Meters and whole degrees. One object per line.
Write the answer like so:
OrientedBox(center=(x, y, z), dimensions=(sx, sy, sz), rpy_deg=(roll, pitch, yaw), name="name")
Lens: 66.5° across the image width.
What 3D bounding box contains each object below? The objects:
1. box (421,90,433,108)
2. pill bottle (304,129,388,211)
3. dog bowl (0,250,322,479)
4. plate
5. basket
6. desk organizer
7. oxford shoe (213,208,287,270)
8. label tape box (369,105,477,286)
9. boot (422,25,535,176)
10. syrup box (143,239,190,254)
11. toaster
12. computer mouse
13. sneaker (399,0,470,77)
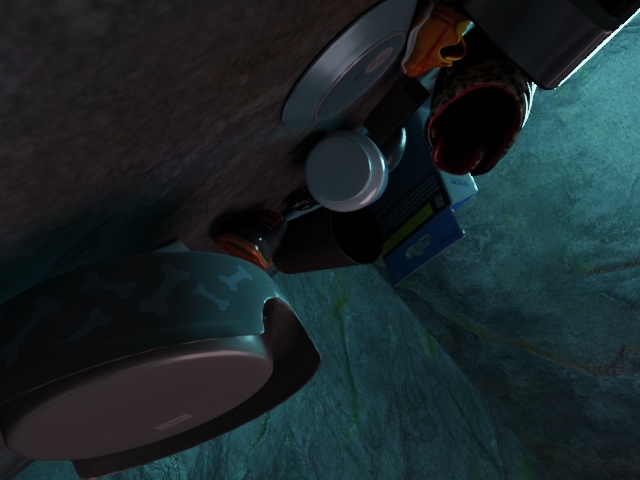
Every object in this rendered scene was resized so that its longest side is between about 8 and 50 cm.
OrientedBox(center=(0.345, -0.336, 1.319), dimensions=(0.232, 0.059, 0.322), rpy_deg=(-19, 171, -19), name="box")
OrientedBox(center=(0.042, -0.108, 0.773), dimensions=(0.124, 0.124, 0.221), rpy_deg=(-41, 177, 11), name="pill bottle")
OrientedBox(center=(-0.176, 0.137, 0.498), dimensions=(0.348, 0.102, 0.349), rpy_deg=(-18, 151, -10), name="dog bowl")
OrientedBox(center=(0.036, -0.181, 0.526), dimensions=(0.188, 0.024, 0.188), rpy_deg=(-40, 177, -3), name="plate")
OrientedBox(center=(0.000, 0.000, 1.153), dimensions=(0.226, 0.154, 0.204), rpy_deg=(-15, 163, 38), name="basket")
OrientedBox(center=(0.130, -0.226, 0.849), dimensions=(0.047, 0.050, 0.130), rpy_deg=(-39, 177, -30), name="desk organizer")
OrientedBox(center=(-0.109, -0.014, 0.816), dimensions=(0.098, 0.096, 0.271), rpy_deg=(-60, -177, -3), name="oxford shoe")
OrientedBox(center=(0.229, -0.099, 1.143), dimensions=(0.115, 0.348, 0.249), rpy_deg=(2, 149, -30), name="label tape box")
OrientedBox(center=(0.246, -0.222, 0.788), dimensions=(0.284, 0.138, 0.377), rpy_deg=(-60, -177, -27), name="boot")
OrientedBox(center=(-0.245, 0.112, 0.647), dimensions=(0.237, 0.096, 0.093), rpy_deg=(-41, 176, 32), name="syrup box")
OrientedBox(center=(0.267, -0.285, 0.562), dimensions=(0.185, 0.168, 0.110), rpy_deg=(-40, 174, -22), name="toaster")
OrientedBox(center=(0.071, -0.132, 0.997), dimensions=(0.272, 0.072, 0.188), rpy_deg=(-33, -179, 27), name="computer mouse")
OrientedBox(center=(0.139, -0.231, 0.600), dimensions=(0.064, 0.067, 0.175), rpy_deg=(-60, 177, 8), name="sneaker")
